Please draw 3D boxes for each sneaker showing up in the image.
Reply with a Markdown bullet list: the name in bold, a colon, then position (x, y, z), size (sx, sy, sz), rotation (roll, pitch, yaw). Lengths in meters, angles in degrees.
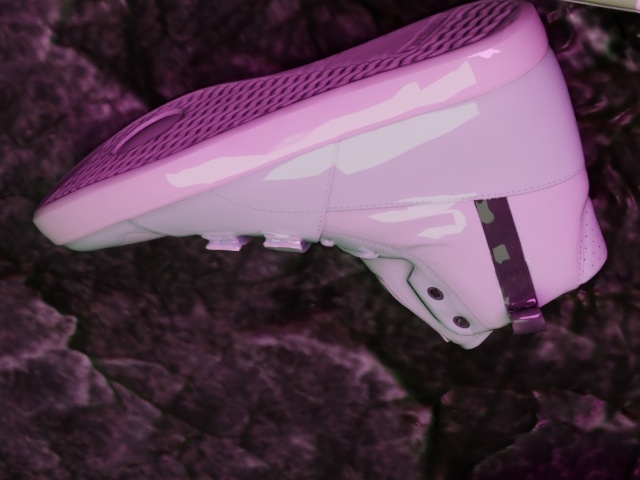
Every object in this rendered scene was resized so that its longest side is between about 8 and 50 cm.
- **sneaker**: position (0.000, 0.000, 0.785), size (0.256, 0.094, 0.151), rotation (-15, 114, 23)

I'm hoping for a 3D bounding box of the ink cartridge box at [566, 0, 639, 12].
- **ink cartridge box**: position (0.202, -0.176, 0.565), size (0.289, 0.121, 0.211), rotation (10, 127, 2)
